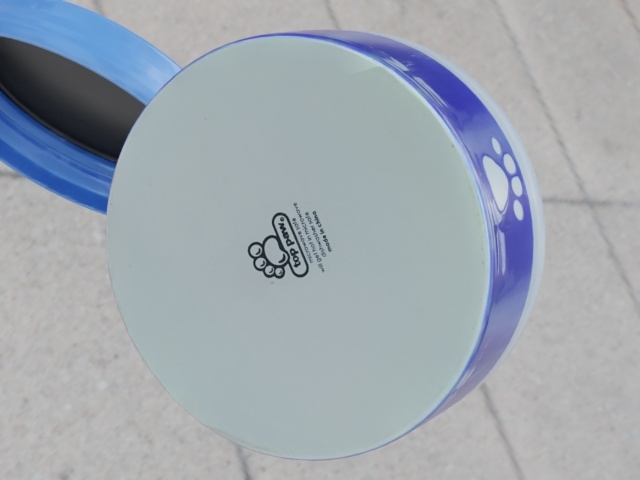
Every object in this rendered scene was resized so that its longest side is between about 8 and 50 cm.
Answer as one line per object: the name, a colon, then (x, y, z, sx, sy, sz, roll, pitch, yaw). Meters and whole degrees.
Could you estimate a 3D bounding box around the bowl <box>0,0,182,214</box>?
bowl: (-0.285, -0.152, 1.532, 0.391, 0.391, 0.077, 32, 65, -17)

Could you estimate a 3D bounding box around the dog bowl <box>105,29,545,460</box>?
dog bowl: (0.000, 0.000, 0.802, 0.265, 0.265, 0.104, 55, 25, 9)
